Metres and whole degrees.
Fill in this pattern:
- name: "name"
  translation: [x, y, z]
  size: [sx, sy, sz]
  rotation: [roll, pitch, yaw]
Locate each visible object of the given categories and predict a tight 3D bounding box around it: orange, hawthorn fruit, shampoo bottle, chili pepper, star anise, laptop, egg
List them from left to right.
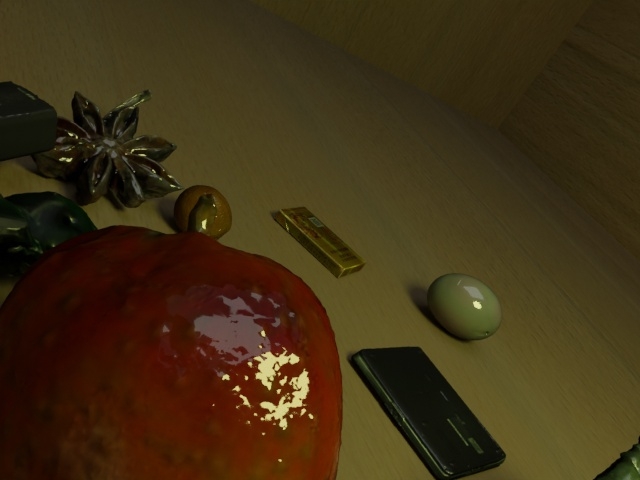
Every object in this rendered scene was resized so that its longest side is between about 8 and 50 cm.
- name: "shampoo bottle"
  translation: [-0.431, -0.105, 0.736]
  size: [0.098, 0.071, 0.309]
  rotation: [35, 34, 19]
- name: "chili pepper"
  translation: [-0.310, -0.006, 0.674]
  size: [0.148, 0.116, 0.264]
  rotation: [42, 23, 25]
- name: "star anise"
  translation: [-0.292, -0.125, 0.978]
  size: [0.230, 0.081, 0.263]
  rotation: [21, 37, -11]
- name: "hawthorn fruit"
  translation: [-0.109, 0.112, 0.517]
  size: [0.275, 0.300, 0.275]
  rotation: [11, -3, 1]
- name: "orange"
  translation: [-0.164, -0.037, 0.995]
  size: [0.085, 0.085, 0.085]
  rotation: [29, 23, -14]
- name: "laptop"
  translation: [0.145, 0.223, 0.956]
  size: [0.153, 0.026, 0.207]
  rotation: [9, 34, -47]
- name: "egg"
  translation: [0.245, 0.112, 1.212]
  size: [0.135, 0.103, 0.103]
  rotation: [35, 23, 2]

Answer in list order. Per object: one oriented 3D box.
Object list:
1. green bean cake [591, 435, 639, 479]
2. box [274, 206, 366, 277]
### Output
- name: "green bean cake"
  translation: [0.286, 0.308, 0.721]
  size: [0.222, 0.227, 0.125]
  rotation: [5, 34, -50]
- name: "box"
  translation: [0.000, 0.000, 1.206]
  size: [0.156, 0.022, 0.089]
  rotation: [41, 22, 17]
